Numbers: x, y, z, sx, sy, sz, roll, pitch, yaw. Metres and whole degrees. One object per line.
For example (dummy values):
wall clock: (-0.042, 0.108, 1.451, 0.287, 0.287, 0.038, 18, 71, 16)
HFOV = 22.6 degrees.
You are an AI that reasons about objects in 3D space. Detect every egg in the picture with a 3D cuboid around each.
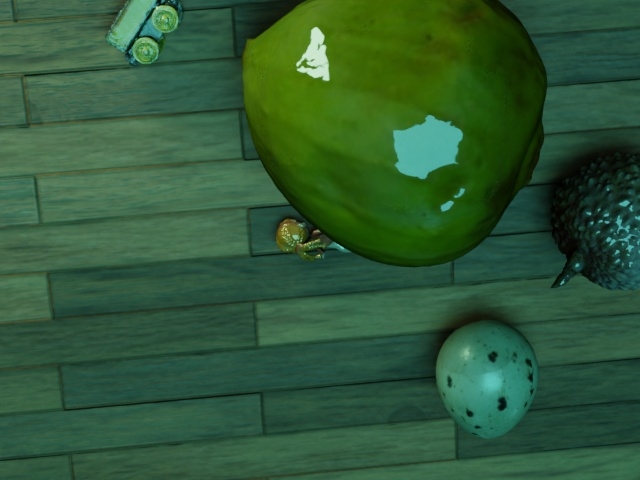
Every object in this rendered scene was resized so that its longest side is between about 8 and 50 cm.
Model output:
egg: (0.208, 0.175, 2.003, 0.131, 0.131, 0.164, -7, 135, -3)

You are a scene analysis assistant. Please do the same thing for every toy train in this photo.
toy train: (-0.177, -0.292, 1.818, 0.081, 0.060, 0.202, 31, 105, -9)

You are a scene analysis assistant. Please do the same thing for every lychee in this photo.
lychee: (0.348, -0.016, 1.920, 0.197, 0.165, 0.165, -43, 110, -11)

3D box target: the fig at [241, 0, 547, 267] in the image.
fig: (0.077, -0.136, 1.776, 0.343, 0.343, 0.343, -2, 111, -5)

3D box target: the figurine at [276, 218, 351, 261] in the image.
figurine: (0.000, 0.000, 1.956, 0.109, 0.047, 0.064, 7, 134, -15)
